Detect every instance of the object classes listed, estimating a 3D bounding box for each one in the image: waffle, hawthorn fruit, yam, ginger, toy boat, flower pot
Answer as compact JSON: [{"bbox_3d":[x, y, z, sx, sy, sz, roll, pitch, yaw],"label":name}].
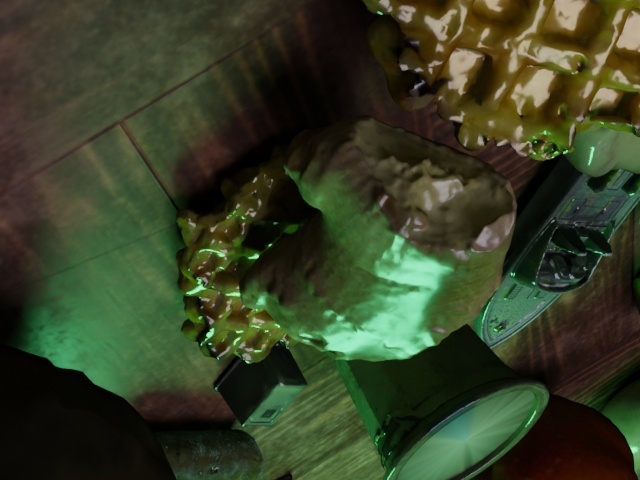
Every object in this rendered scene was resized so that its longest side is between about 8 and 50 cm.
[{"bbox_3d":[0.200,-0.237,0.714,0.382,0.095,0.380,-22,122,7],"label":"waffle"},{"bbox_3d":[0.306,0.345,1.495,0.330,0.287,0.287,31,111,-29],"label":"hawthorn fruit"},{"bbox_3d":[-0.144,0.250,1.146,0.179,0.078,0.078,7,127,-45],"label":"yam"},{"bbox_3d":[0.040,0.000,0.838,0.275,0.130,0.221,-24,130,33],"label":"ginger"},{"bbox_3d":[-0.008,0.002,0.981,0.300,0.058,0.282,-13,140,-32],"label":"waffle"},{"bbox_3d":[0.277,0.017,1.211,0.141,0.092,0.319,1,133,-39],"label":"toy boat"},{"bbox_3d":[0.111,0.158,1.140,0.212,0.202,0.212,-23,143,-19],"label":"flower pot"}]

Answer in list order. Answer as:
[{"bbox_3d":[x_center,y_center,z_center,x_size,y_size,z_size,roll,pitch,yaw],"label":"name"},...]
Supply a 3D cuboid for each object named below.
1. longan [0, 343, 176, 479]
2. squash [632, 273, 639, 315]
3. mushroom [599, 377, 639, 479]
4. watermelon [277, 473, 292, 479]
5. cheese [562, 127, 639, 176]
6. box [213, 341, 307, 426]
[{"bbox_3d":[-0.310,0.293,0.785,0.436,0.404,0.404,-25,144,-22],"label":"longan"},{"bbox_3d":[0.514,0.061,1.504,0.184,0.085,0.192,-57,154,-21],"label":"squash"},{"bbox_3d":[0.641,0.376,1.780,0.292,0.290,0.292,-20,144,-15],"label":"mushroom"},{"bbox_3d":[-0.059,0.411,1.410,0.092,0.075,0.181,-24,143,-23],"label":"watermelon"},{"bbox_3d":[0.367,-0.194,1.022,0.326,0.115,0.318,-37,146,5],"label":"cheese"},{"bbox_3d":[-0.063,0.158,1.114,0.060,0.063,0.085,15,121,-48],"label":"box"}]
